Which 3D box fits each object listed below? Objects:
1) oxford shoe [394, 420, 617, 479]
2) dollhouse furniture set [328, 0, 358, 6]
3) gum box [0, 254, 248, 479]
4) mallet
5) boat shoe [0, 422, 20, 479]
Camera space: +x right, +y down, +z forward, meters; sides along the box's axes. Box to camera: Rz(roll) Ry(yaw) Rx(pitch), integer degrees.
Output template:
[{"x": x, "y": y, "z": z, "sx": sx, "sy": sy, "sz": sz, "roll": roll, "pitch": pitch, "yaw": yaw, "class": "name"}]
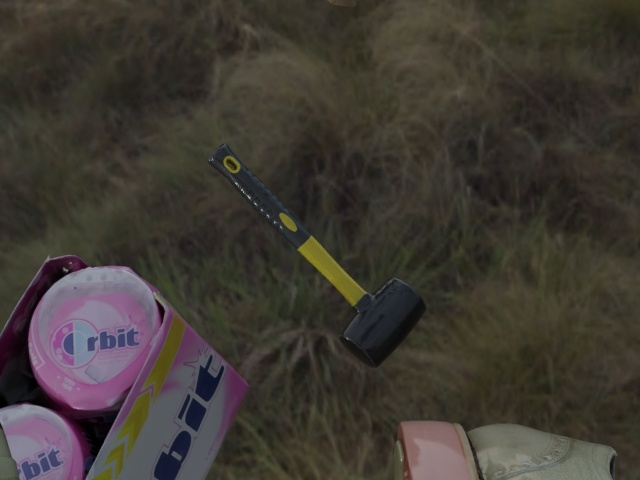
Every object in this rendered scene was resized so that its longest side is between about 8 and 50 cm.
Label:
[{"x": 0.129, "y": 0.199, "z": 0.553, "sx": 0.146, "sy": 0.141, "sz": 0.397, "roll": -5, "pitch": 28, "yaw": -4, "class": "oxford shoe"}, {"x": -0.002, "y": -0.267, "z": 0.239, "sx": 0.173, "sy": 0.355, "sz": 0.303, "roll": 6, "pitch": 71, "yaw": 1, "class": "dollhouse furniture set"}, {"x": -0.102, "y": 0.107, "z": 0.492, "sx": 0.062, "sy": 0.107, "sz": 0.188, "roll": 20, "pitch": 74, "yaw": 19, "class": "gum box"}, {"x": 0.000, "y": 0.000, "z": 0.871, "sx": 0.062, "sy": 0.190, "sz": 0.039, "roll": -39, "pitch": 7, "yaw": -17, "class": "mallet"}, {"x": -0.133, "y": 0.092, "z": 0.286, "sx": 0.095, "sy": 0.257, "sz": 0.095, "roll": -19, "pitch": 79, "yaw": 13, "class": "boat shoe"}]
